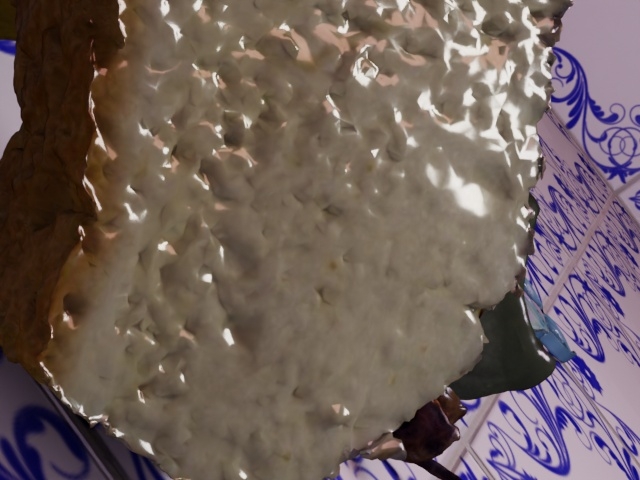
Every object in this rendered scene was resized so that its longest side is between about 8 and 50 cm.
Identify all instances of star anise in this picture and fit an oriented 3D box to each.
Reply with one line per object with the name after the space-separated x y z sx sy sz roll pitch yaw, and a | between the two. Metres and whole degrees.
0.063 0.120 0.962 0.190 0.070 0.097 35 12 9 | star anise

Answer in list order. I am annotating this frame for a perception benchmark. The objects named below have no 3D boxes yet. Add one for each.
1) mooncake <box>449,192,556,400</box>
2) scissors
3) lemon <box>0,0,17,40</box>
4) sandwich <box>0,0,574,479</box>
0.126 0.038 1.152 0.168 0.175 0.104 27 15 6 | mooncake
0.222 0.083 1.545 0.125 0.030 0.256 57 14 10 | scissors
-0.159 -0.230 0.784 0.267 0.267 0.267 47 18 -20 | lemon
-0.028 -0.031 0.684 0.262 0.325 0.131 7 2 -35 | sandwich
